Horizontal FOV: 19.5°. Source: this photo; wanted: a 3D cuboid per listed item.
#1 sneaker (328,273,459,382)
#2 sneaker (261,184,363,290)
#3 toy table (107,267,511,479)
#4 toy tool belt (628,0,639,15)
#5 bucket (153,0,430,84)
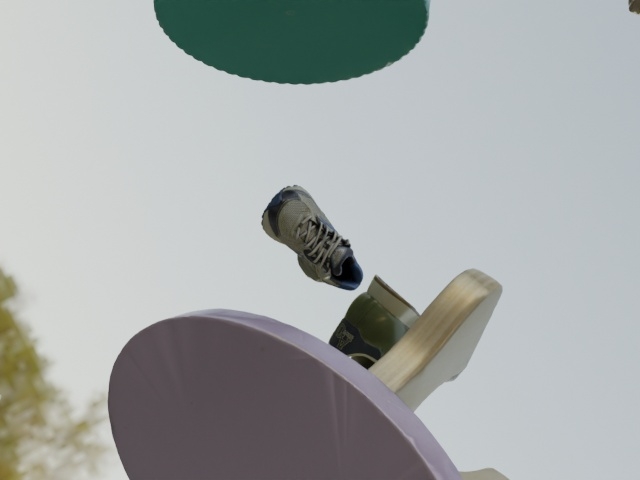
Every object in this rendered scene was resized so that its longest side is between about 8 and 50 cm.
[{"bbox_3d":[0.066,0.105,1.750,0.064,0.086,0.192,41,-3,35],"label":"sneaker"},{"bbox_3d":[0.000,0.000,1.594,0.058,0.052,0.135,32,-9,39],"label":"sneaker"},{"bbox_3d":[0.018,0.136,1.182,0.274,0.161,0.252,45,-61,19],"label":"toy table"},{"bbox_3d":[0.255,-0.184,1.306,0.083,0.051,0.052,127,-21,-56],"label":"toy tool belt"},{"bbox_3d":[-0.021,-0.272,1.636,0.281,0.281,0.183,116,-20,-63],"label":"bucket"}]
